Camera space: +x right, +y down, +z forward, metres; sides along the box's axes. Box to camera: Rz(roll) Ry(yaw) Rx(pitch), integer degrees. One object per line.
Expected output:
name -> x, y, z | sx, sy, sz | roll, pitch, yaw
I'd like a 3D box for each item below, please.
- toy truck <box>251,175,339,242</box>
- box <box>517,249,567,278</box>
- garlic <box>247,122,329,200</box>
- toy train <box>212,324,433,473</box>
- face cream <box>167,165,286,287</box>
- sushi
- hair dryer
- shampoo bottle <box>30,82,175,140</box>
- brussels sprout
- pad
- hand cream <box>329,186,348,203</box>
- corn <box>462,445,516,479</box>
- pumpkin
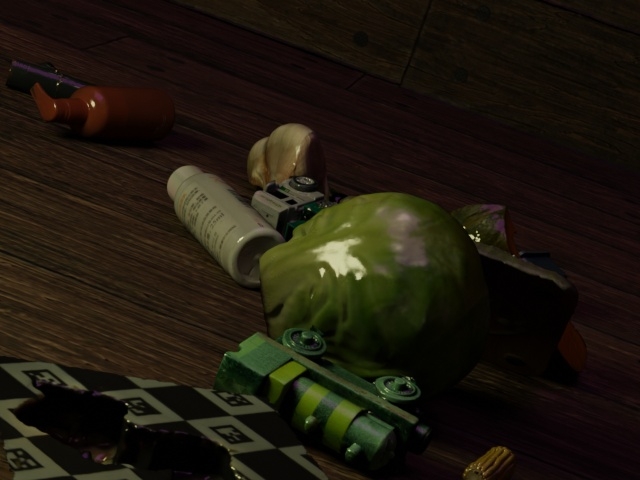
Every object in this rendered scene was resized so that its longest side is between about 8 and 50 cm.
toy truck -> 0.000, 0.000, 2.068 | 0.216, 0.110, 0.116 | 29, 28, 33
box -> 0.305, 0.058, 2.319 | 0.054, 0.074, 0.099 | 44, 25, 28
garlic -> -0.055, -0.106, 2.374 | 0.099, 0.124, 0.174 | -10, 2, -33
toy train -> 0.005, 0.159, 1.557 | 0.200, 0.083, 0.132 | 25, 26, 20
face cream -> -0.126, -0.027, 2.042 | 0.082, 0.082, 0.269 | 11, 18, -30
sushi -> -0.124, 0.193, 1.285 | 0.292, 0.059, 0.294 | 12, 16, -24
hair dryer -> -0.410, -0.253, 2.590 | 0.173, 0.050, 0.195 | 20, 11, -11
shampoo bottle -> -0.318, -0.190, 2.388 | 0.085, 0.085, 0.244 | 29, 16, 32
brussels sprout -> 0.058, 0.064, 1.689 | 0.244, 0.244, 0.244 | 18, 15, -5
pad -> 0.146, 0.060, 1.871 | 0.284, 0.018, 0.286 | 21, -24, 8
hand cream -> -0.012, -0.087, 2.524 | 0.122, 0.023, 0.036 | 27, 26, 26
corn -> 0.166, 0.226, 1.586 | 0.037, 0.037, 0.092 | 26, 15, 23
pumpkin -> 0.206, 0.098, 2.000 | 0.278, 0.163, 0.111 | 55, 23, -30
